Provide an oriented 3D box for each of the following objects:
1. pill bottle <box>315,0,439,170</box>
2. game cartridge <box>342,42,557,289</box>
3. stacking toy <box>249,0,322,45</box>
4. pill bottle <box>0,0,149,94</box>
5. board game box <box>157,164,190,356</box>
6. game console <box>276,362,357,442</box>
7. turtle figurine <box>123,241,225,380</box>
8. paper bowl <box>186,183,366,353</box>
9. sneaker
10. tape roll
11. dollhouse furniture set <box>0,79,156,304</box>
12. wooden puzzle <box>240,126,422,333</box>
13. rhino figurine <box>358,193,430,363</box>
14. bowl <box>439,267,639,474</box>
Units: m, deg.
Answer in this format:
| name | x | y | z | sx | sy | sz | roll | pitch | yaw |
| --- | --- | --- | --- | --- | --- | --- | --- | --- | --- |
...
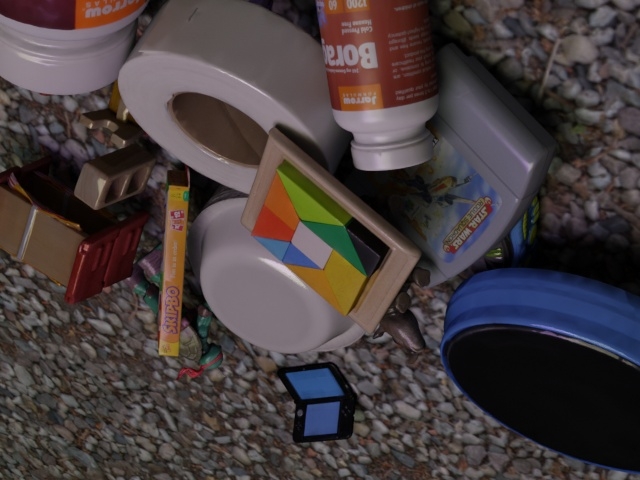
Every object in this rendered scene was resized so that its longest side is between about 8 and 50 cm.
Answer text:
| name | x | y | z | sx | sy | sz | roll | pitch | yaw |
| --- | --- | --- | --- | --- | --- | --- | --- | --- | --- |
| pill bottle | 0.066 | -0.191 | 1.287 | 0.121 | 0.121 | 0.216 | 0 | 108 | 31 |
| game cartridge | 0.149 | -0.072 | 1.412 | 0.198 | 0.062 | 0.297 | 51 | 140 | 14 |
| stacking toy | -0.067 | -0.300 | 1.362 | 0.167 | 0.052 | 0.221 | 23 | 138 | 9 |
| pill bottle | -0.286 | -0.366 | 1.298 | 0.224 | 0.224 | 0.392 | 25 | 139 | 8 |
| board game box | -0.203 | 0.018 | 1.620 | 0.039 | 0.124 | 0.259 | 6 | 102 | -10 |
| game console | -0.011 | 0.260 | 1.862 | 0.122 | 0.107 | 0.071 | -12 | 151 | 39 |
| turtle figurine | -0.202 | 0.117 | 1.806 | 0.175 | 0.118 | 0.234 | -35 | 98 | 35 |
| paper bowl | -0.050 | 0.042 | 1.616 | 0.284 | 0.148 | 0.284 | 17 | 136 | 17 |
| sneaker | 0.228 | -0.002 | 1.478 | 0.078 | 0.067 | 0.188 | 30 | 142 | 29 |
| tape roll | -0.097 | -0.168 | 1.411 | 0.286 | 0.100 | 0.286 | 23 | 157 | 10 |
| dollhouse furniture set | -0.336 | -0.119 | 1.648 | 0.201 | 0.152 | 0.374 | 31 | 118 | 15 |
| wooden puzzle | 0.000 | 0.000 | 1.380 | 0.221 | 0.044 | 0.238 | 40 | 153 | 10 |
| rhino figurine | 0.083 | 0.050 | 1.463 | 0.106 | 0.073 | 0.243 | 15 | 130 | 54 |
| bowl | 0.332 | 0.179 | 1.497 | 0.391 | 0.077 | 0.391 | 23 | 154 | 12 |
